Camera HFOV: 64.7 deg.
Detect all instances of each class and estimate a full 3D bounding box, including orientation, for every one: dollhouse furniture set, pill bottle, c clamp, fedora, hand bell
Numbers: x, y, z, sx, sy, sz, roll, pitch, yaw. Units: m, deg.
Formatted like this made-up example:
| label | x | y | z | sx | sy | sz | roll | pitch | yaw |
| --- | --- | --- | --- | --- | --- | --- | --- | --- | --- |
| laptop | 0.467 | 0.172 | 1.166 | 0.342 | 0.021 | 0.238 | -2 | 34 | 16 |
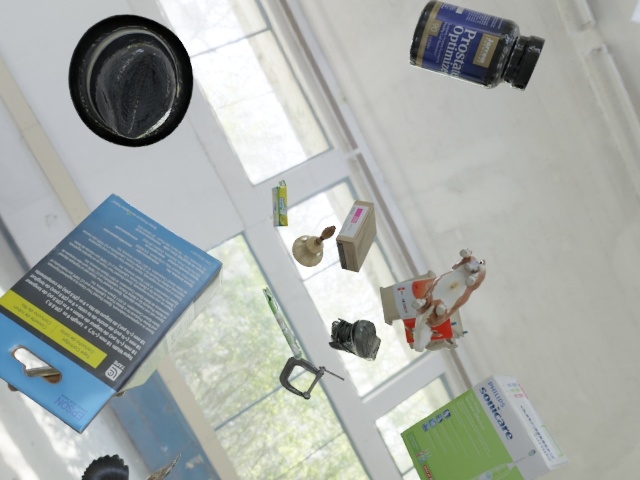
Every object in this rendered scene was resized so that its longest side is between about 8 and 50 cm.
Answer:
| label | x | y | z | sx | sy | sz | roll | pitch | yaw |
| --- | --- | --- | --- | --- | --- | --- | --- | --- | --- |
| dollhouse furniture set | 0.382 | 0.287 | 1.783 | 0.303 | 0.198 | 0.286 | 33 | 43 | -46 |
| pill bottle | 0.284 | -0.352 | 0.926 | 0.219 | 0.123 | 0.123 | 21 | -30 | 13 |
| c clamp | -0.034 | 0.345 | 1.243 | 0.137 | 0.022 | 0.161 | 34 | -50 | 2 |
| fedora | -0.457 | -0.375 | 1.249 | 0.152 | 0.334 | 0.334 | 50 | -19 | 53 |
| hand bell | 0.000 | 0.000 | 1.748 | 0.126 | 0.126 | 0.242 | 59 | -30 | 6 |

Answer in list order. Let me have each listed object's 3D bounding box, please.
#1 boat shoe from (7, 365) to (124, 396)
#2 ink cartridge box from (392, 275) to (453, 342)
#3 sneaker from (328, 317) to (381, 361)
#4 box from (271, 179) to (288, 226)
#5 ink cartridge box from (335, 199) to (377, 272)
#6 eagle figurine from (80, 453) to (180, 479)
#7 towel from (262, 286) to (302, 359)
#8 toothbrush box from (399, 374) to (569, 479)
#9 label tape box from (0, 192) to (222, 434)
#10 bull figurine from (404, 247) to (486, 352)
| label | x | y | z | sx | sy | sz | roll | pitch | yaw |
| --- | --- | --- | --- | --- | --- | --- | --- | --- | --- |
| boat shoe | -0.623 | 0.366 | 1.276 | 0.110 | 0.307 | 0.104 | -7 | -100 | 40 |
| ink cartridge box | 0.297 | 0.204 | 1.473 | 0.045 | 0.145 | 0.179 | 13 | 67 | -63 |
| sneaker | 0.072 | 0.233 | 1.220 | 0.130 | 0.087 | 0.227 | 14 | -15 | 16 |
| box | -0.157 | -0.141 | 1.945 | 0.105 | 0.043 | 0.179 | -178 | -93 | -73 |
| ink cartridge box | 0.151 | -0.018 | 2.073 | 0.088 | 0.235 | 0.193 | 12 | -38 | 23 |
| eagle figurine | -0.510 | 0.706 | 1.332 | 0.226 | 0.225 | 0.298 | 90 | 6 | -76 |
| towel | -0.085 | 0.182 | 1.129 | 0.152 | 0.023 | 0.113 | 66 | -9 | -16 |
| toothbrush box | 0.349 | 0.456 | 1.113 | 0.283 | 0.122 | 0.206 | -45 | -127 | 27 |
| label tape box | -0.358 | 0.115 | 0.835 | 0.240 | 0.334 | 0.106 | 32 | -32 | 6 |
| bull figurine | 0.328 | 0.156 | 1.340 | 0.101 | 0.310 | 0.188 | 38 | -3 | 21 |
